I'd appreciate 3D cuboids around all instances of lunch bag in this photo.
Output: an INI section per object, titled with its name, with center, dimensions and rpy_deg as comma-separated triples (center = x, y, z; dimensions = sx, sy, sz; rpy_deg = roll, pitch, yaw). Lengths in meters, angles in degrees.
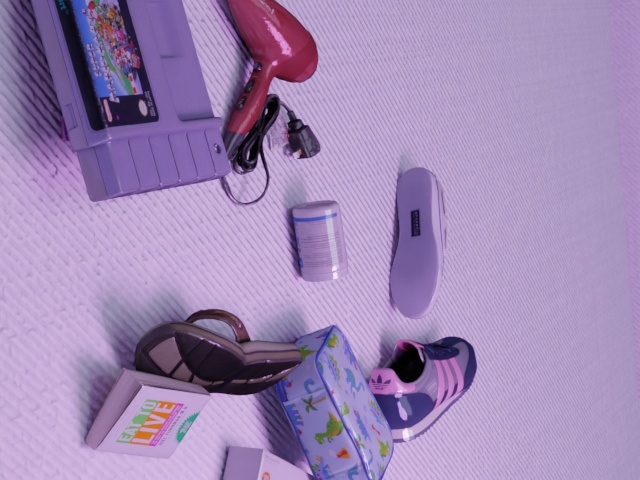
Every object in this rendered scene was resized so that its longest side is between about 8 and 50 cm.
[lunch bag]
center = 0.021, 0.238, 1.838
dimensions = 0.219, 0.090, 0.176
rpy_deg = 65, 20, -12

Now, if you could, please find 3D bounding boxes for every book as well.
[book]
center = -0.198, 0.203, 1.514
dimensions = 0.096, 0.035, 0.144
rpy_deg = -57, 150, 7

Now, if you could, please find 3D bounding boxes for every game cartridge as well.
[game cartridge]
center = -0.217, -0.228, 1.447
dimensions = 0.230, 0.068, 0.355
rpy_deg = -18, 93, -65

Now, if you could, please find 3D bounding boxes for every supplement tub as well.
[supplement tub]
center = 0.000, 0.000, 1.890
dimensions = 0.071, 0.071, 0.107
rpy_deg = -27, 112, -59

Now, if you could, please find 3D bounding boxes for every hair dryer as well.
[hair dryer]
center = -0.070, -0.212, 1.764
dimensions = 0.223, 0.080, 0.294
rpy_deg = -40, 123, -55

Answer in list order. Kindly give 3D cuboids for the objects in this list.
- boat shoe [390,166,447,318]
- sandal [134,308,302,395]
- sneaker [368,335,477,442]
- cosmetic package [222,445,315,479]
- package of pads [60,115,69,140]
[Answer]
[boat shoe]
center = 0.178, 0.009, 2.193
dimensions = 0.084, 0.095, 0.258
rpy_deg = 24, 68, -54
[sandal]
center = -0.133, 0.134, 1.621
dimensions = 0.303, 0.120, 0.086
rpy_deg = 18, 44, -62
[sneaker]
center = 0.173, 0.206, 2.154
dimensions = 0.319, 0.112, 0.131
rpy_deg = -40, 126, -57
[cosmetic package]
center = -0.051, 0.357, 1.783
dimensions = 0.239, 0.060, 0.099
rpy_deg = 40, 53, -54
[package of pads]
center = -0.245, -0.125, 1.463
dimensions = 0.083, 0.050, 0.032
rpy_deg = -3, 91, -62
